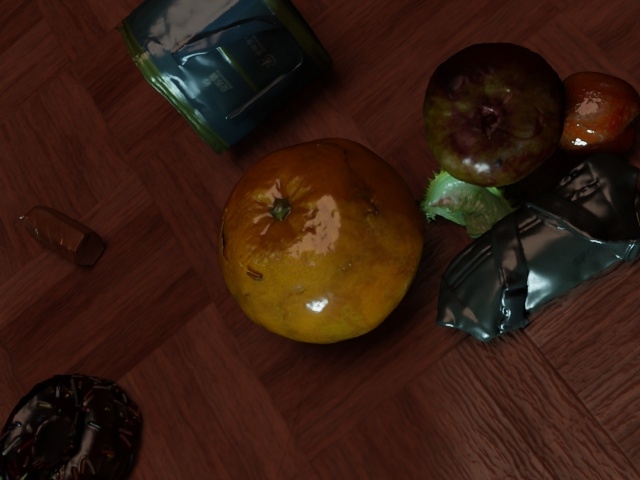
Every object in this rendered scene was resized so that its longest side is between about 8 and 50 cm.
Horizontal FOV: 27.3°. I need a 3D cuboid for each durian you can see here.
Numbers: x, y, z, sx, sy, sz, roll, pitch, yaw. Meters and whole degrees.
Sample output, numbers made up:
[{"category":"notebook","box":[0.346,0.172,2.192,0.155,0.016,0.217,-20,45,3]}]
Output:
[{"category":"durian","box":[0.203,-0.058,1.798,0.215,0.086,0.100,19,88,34]}]

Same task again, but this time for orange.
[{"category":"orange","box":[0.000,0.000,1.785,0.283,0.226,0.284,-12,61,22]}]

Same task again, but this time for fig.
[{"category":"fig","box":[0.200,-0.176,1.741,0.191,0.190,0.290,-48,24,-2]}]

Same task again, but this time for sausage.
[{"category":"sausage","box":[-0.429,-0.013,2.170,0.169,0.065,0.065,27,78,39]}]

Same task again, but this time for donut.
[{"category":"donut","box":[-0.379,0.295,1.933,0.235,0.089,0.235,-17,55,25]}]

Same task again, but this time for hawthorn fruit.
[{"category":"hawthorn fruit","box":[0.362,-0.162,1.738,0.128,0.128,0.128,-15,55,24]}]

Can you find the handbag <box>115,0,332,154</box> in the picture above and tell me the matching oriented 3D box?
[{"category":"handbag","box":[-0.147,-0.302,2.039,0.241,0.263,0.222,-40,35,7]}]

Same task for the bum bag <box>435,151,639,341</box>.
[{"category":"bum bag","box":[0.283,0.018,1.687,0.326,0.079,0.142,-37,64,10]}]
